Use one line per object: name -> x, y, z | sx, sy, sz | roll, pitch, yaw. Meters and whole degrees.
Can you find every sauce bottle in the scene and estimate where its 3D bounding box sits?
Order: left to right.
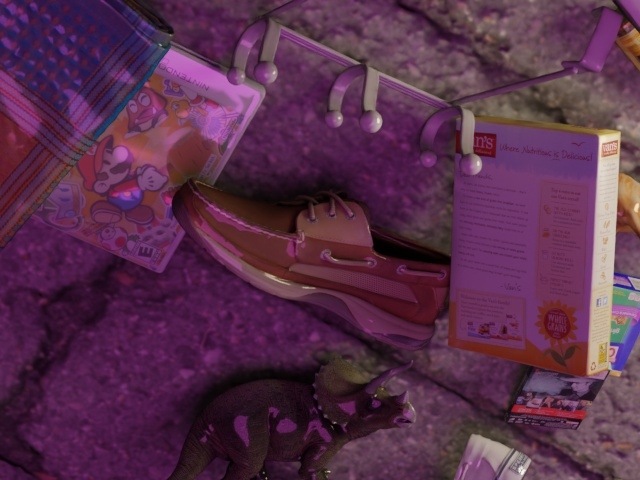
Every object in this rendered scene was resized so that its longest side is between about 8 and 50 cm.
sauce bottle -> 0.337, -0.182, 1.612 | 0.042, 0.042, 0.128 | -42, 116, 14

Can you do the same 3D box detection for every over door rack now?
over door rack -> 0.075, -0.158, 1.451 | 0.239, 0.324, 0.108 | 22, 69, -19

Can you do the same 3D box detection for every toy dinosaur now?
toy dinosaur -> -0.053, 0.206, 1.735 | 0.313, 0.121, 0.160 | -6, 106, 0

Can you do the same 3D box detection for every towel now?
towel -> -0.348, -0.140, 1.517 | 0.271, 0.040, 0.370 | 37, 108, -15

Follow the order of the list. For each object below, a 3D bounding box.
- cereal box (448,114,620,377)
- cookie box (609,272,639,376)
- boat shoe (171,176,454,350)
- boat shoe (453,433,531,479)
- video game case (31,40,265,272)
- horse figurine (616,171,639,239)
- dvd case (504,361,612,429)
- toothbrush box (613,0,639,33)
cereal box -> 0.209, 0.002, 1.591 | 0.047, 0.173, 0.240 | -10, 106, -47
cookie box -> 0.299, 0.087, 1.748 | 0.092, 0.040, 0.107 | 12, 116, -15
boat shoe -> 0.000, 0.000, 1.622 | 0.324, 0.123, 0.116 | 24, 106, -30
boat shoe -> 0.154, 0.323, 1.834 | 0.084, 0.095, 0.258 | 30, 118, 11
video game case -> -0.197, -0.099, 1.587 | 0.206, 0.026, 0.227 | 25, 112, -19
horse figurine -> 0.355, -0.014, 1.653 | 0.263, 0.174, 0.066 | 8, 137, -21
dvd case -> 0.261, 0.168, 1.773 | 0.087, 0.013, 0.119 | 7, 140, -8
toothbrush box -> 0.276, -0.285, 1.412 | 0.122, 0.283, 0.206 | -38, 117, 11
